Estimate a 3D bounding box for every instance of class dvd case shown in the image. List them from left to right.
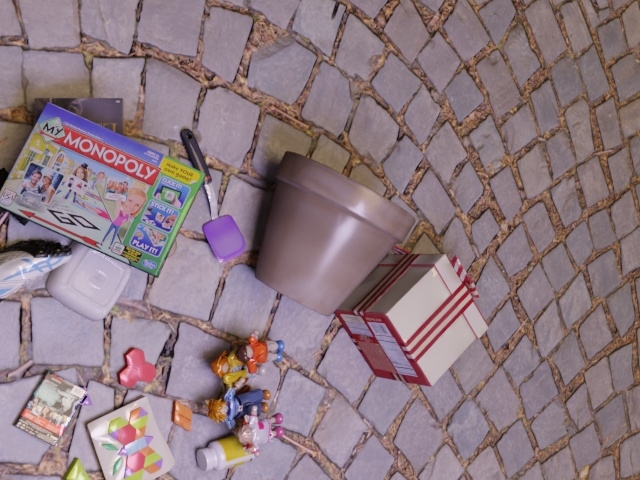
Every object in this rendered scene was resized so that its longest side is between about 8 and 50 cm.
[{"bbox_3d":[-0.513,0.319,1.624,0.087,0.013,0.119,32,71,-15],"label":"dvd case"},{"bbox_3d":[-0.455,-0.163,1.608,0.165,0.018,0.221,-1,80,-8],"label":"dvd case"}]

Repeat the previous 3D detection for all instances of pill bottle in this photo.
[{"bbox_3d":[-0.202,0.455,1.822,0.116,0.065,0.065,-8,93,-36],"label":"pill bottle"}]

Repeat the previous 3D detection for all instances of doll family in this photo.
[{"bbox_3d":[-0.170,0.321,1.808,0.163,0.118,0.262,6,81,-56],"label":"doll family"}]

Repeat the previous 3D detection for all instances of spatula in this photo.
[{"bbox_3d":[-0.239,-0.100,1.838,0.084,0.030,0.296,-25,102,-35],"label":"spatula"}]

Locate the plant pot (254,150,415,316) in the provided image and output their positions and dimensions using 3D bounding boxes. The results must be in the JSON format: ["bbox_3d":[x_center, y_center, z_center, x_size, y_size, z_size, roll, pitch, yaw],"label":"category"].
[{"bbox_3d":[0.000,0.000,1.866,0.323,0.323,0.280,30,88,-31],"label":"plant pot"}]

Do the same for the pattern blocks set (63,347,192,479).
[{"bbox_3d":[-0.381,0.414,1.720,0.285,0.026,0.324,-40,111,-30],"label":"pattern blocks set"}]

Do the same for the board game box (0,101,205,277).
[{"bbox_3d":[-0.401,-0.092,1.571,0.317,0.046,0.213,24,79,-3],"label":"board game box"}]

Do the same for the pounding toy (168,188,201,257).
[{"bbox_3d":[-0.357,-0.088,1.698,0.237,0.110,0.183,29,103,5],"label":"pounding toy"}]

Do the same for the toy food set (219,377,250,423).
[{"bbox_3d":[-0.185,0.334,1.868,0.078,0.019,0.122,28,65,-32],"label":"toy food set"}]

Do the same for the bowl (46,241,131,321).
[{"bbox_3d":[-0.446,0.074,1.671,0.142,0.053,0.142,39,66,-26],"label":"bowl"}]

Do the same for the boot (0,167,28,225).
[{"bbox_3d":[-0.564,-0.097,1.601,0.099,0.045,0.121,42,64,-20],"label":"boot"}]

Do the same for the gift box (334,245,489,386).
[{"bbox_3d":[0.220,0.158,2.021,0.258,0.255,0.276,-41,114,-27],"label":"gift box"}]

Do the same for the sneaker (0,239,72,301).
[{"bbox_3d":[-0.571,0.062,1.574,0.237,0.085,0.086,-23,127,-37],"label":"sneaker"}]
